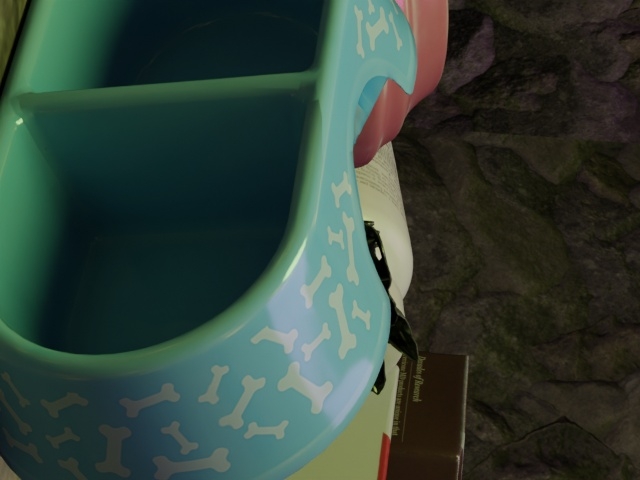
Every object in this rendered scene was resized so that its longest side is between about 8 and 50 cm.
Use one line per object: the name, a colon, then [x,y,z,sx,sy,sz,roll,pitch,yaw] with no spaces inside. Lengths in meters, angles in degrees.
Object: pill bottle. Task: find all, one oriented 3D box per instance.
pill bottle: [0.000,0.000,1.252,0.229,0.131,0.131,-97,-174,-52]

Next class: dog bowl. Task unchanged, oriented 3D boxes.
dog bowl: [-0.054,-0.037,0.678,0.074,0.166,0.297,71,21,-48]

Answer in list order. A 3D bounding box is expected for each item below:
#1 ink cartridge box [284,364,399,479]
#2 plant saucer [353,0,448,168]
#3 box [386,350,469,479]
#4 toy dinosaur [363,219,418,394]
ink cartridge box: [-0.028,0.241,1.245,0.197,0.114,0.273,-77,179,-59]
plant saucer: [0.011,-0.213,1.096,0.332,0.084,0.332,168,-90,-83]
box: [0.018,0.198,1.441,0.167,0.203,0.168,-77,171,-63]
toy dinosaur: [-0.052,-0.004,1.040,0.218,0.164,0.322,-111,-177,-66]
